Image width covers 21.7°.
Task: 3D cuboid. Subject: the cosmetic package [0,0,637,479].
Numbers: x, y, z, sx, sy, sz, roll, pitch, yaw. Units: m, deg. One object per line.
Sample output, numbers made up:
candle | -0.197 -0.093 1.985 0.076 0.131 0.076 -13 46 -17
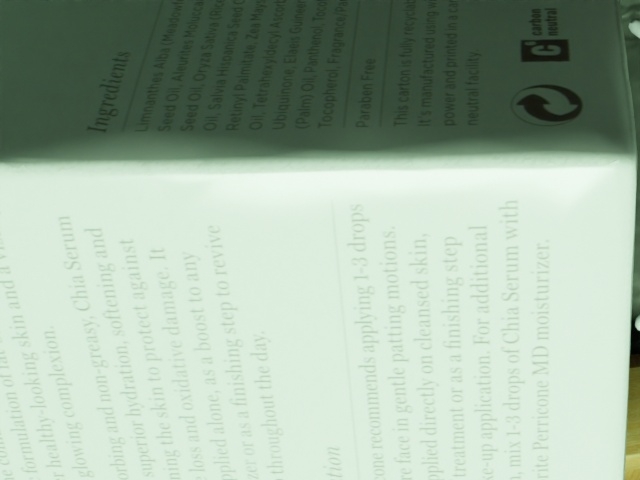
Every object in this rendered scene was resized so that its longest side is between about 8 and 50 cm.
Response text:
cosmetic package | -0.094 0.011 0.745 0.453 0.161 0.230 0 129 6

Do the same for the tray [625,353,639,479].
tray | 0.109 0.232 0.999 0.203 0.076 0.411 -4 136 -29

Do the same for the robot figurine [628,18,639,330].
robot figurine | 0.299 -0.038 0.705 0.353 0.300 0.200 -4 173 -11
